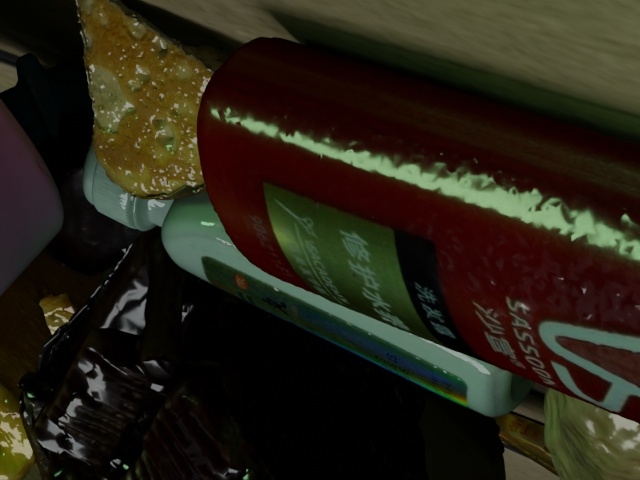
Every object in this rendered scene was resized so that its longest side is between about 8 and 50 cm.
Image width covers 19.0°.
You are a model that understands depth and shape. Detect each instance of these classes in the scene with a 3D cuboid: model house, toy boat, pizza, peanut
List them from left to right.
[{"bbox_3d":[-0.136,-0.051,1.044,0.097,0.100,0.223,62,174,14],"label":"toy boat"},{"bbox_3d":[-0.069,-0.072,0.822,0.123,0.026,0.109,-25,99,48],"label":"pizza"},{"bbox_3d":[-0.062,0.208,1.101,0.297,0.317,0.283,21,-141,-32],"label":"model house"},{"bbox_3d":[0.140,0.062,0.799,0.090,0.099,0.214,11,165,6],"label":"peanut"}]

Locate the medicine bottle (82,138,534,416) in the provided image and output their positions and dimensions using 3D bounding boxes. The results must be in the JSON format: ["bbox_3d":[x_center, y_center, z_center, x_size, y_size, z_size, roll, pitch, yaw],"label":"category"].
[{"bbox_3d":[0.000,0.000,0.897,0.228,0.083,0.121,26,177,14],"label":"medicine bottle"}]

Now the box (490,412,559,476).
[{"bbox_3d":[0.203,0.184,1.606,0.089,0.022,0.156,18,168,48],"label":"box"}]

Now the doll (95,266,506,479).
[{"bbox_3d":[-0.031,0.142,1.411,0.349,0.247,0.247,44,170,-6],"label":"doll"}]

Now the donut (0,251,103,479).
[{"bbox_3d":[-0.237,0.110,1.614,0.435,0.163,0.378,28,-157,-46],"label":"donut"}]

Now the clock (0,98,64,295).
[{"bbox_3d":[-0.268,-0.070,0.943,0.338,0.102,0.338,39,163,15],"label":"clock"}]

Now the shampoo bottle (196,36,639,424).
[{"bbox_3d":[0.094,0.011,0.656,0.314,0.076,0.118,21,147,38],"label":"shampoo bottle"}]
